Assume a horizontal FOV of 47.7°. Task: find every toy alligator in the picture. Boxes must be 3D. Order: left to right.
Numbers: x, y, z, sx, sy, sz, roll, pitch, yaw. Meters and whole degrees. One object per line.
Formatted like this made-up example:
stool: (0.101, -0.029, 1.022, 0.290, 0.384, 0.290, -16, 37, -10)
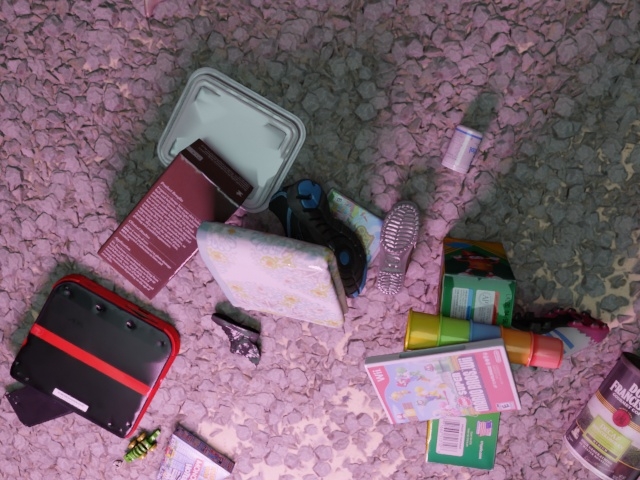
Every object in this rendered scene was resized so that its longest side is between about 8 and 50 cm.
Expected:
toy alligator: (-0.529, 0.605, 2.060, 0.189, 0.051, 0.056, -39, 96, 13)

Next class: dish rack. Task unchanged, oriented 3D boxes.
dish rack: (-0.233, -0.247, 1.829, 0.332, 0.072, 0.286, 29, 103, -2)

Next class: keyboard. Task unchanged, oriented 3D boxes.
keyboard: (-0.747, 0.402, 2.048, 0.317, 0.033, 0.202, -20, 105, 9)

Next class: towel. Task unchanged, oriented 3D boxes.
towel: (-0.103, 0.086, 1.747, 0.320, 0.374, 0.090, 9, 63, 15)

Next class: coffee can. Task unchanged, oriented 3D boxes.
coffee can: (0.771, 0.449, 1.814, 0.201, 0.201, 0.275, 29, 104, -1)

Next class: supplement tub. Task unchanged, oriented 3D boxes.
supplement tub: (0.348, -0.225, 1.772, 0.071, 0.071, 0.107, 21, 105, 1)

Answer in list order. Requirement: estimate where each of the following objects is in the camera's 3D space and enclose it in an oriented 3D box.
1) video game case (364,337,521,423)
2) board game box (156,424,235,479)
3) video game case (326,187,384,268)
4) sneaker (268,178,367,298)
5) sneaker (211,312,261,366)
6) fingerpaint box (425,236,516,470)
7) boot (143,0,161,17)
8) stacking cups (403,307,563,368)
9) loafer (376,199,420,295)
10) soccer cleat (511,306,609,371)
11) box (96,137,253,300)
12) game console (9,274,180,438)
video game case: (0.255, 0.297, 1.499, 0.285, 0.025, 0.204, -11, 127, 18)
board game box: (-0.353, 0.652, 2.048, 0.194, 0.060, 0.194, 22, 104, 1)
video game case: (0.055, 0.002, 1.878, 0.193, 0.023, 0.212, 32, 104, -2)
sneaker: (0.000, 0.000, 1.828, 0.139, 0.125, 0.341, -13, 113, 44)
sneaker: (-0.229, 0.267, 1.952, 0.170, 0.051, 0.089, 24, 99, -3)
fingerpaint box: (0.352, 0.250, 1.725, 0.163, 0.371, 0.445, 5, 102, 8)
boot: (-0.386, -0.607, 1.776, 0.086, 0.042, 0.119, 5, 104, 2)
stacking cups: (0.331, 0.213, 1.480, 0.316, 0.096, 0.096, 11, 104, 7)
loafer: (0.193, 0.012, 1.833, 0.094, 0.087, 0.251, 16, 108, 7)
soccer cleat: (0.572, 0.249, 1.782, 0.331, 0.116, 0.143, 2, 109, -31)
box: (-0.366, -0.050, 1.809, 0.191, 0.143, 0.381, 43, 117, -8)
game console: (-0.613, 0.313, 1.981, 0.386, 0.060, 0.342, 29, 98, -1)
